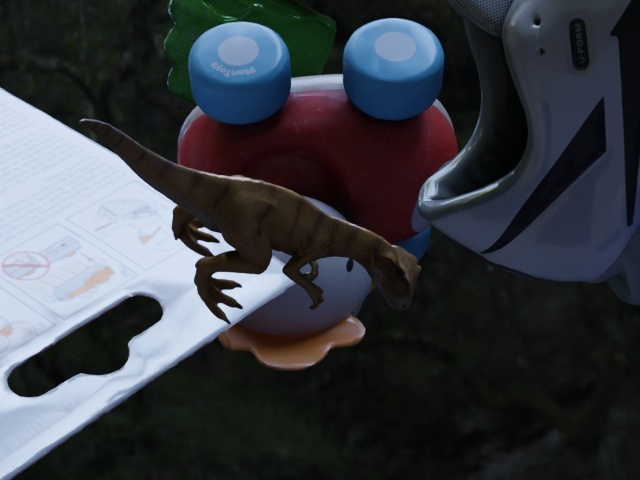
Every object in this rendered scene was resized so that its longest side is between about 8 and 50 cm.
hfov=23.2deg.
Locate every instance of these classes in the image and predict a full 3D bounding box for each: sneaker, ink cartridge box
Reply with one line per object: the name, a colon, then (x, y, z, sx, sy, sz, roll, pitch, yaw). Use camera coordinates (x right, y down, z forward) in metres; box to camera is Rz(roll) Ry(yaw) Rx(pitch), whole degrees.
sneaker: (0.138, -0.133, 0.720, 0.146, 0.122, 0.330, 12, -75, -17)
ink cartridge box: (-0.255, 0.026, 0.995, 0.308, 0.385, 0.091, -34, -35, -42)

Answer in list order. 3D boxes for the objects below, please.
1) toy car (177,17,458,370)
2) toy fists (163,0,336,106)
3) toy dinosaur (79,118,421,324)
toy car: (0.000, 0.000, 1.120, 0.210, 0.238, 0.219, -1, -38, -1)
toy fists: (-0.044, -0.240, 1.358, 0.142, 0.279, 0.096, 22, 5, -17)
toy dinosaur: (-0.047, -0.016, 0.826, 0.211, 0.064, 0.112, 21, -39, -22)
